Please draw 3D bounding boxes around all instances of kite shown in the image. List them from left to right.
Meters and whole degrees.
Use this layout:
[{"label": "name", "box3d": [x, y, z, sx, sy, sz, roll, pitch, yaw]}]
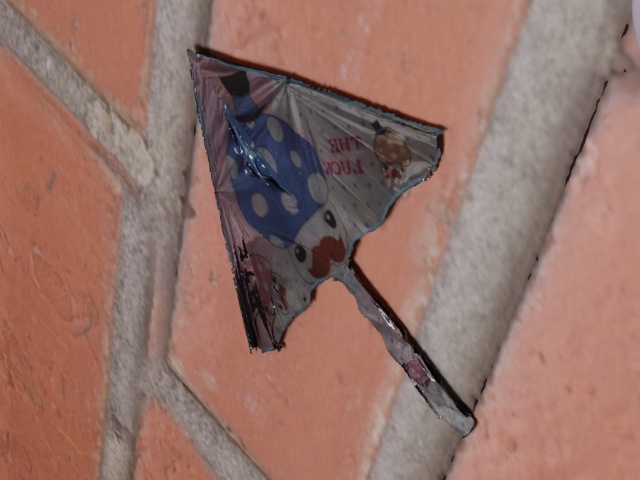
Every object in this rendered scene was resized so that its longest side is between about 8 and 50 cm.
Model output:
[{"label": "kite", "box3d": [0.000, 0.000, 0.913, 0.314, 0.011, 0.335, 55, 149, 11]}]

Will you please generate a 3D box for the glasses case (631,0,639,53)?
[{"label": "glasses case", "box3d": [0.194, -0.096, 0.445, 0.193, 0.049, 0.074, -22, 74, 23]}]
